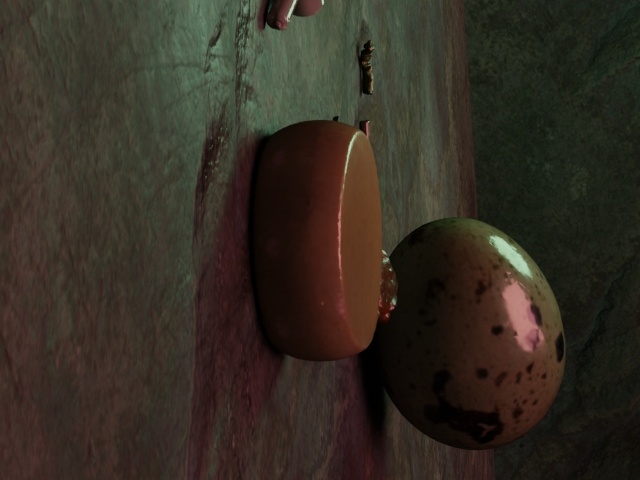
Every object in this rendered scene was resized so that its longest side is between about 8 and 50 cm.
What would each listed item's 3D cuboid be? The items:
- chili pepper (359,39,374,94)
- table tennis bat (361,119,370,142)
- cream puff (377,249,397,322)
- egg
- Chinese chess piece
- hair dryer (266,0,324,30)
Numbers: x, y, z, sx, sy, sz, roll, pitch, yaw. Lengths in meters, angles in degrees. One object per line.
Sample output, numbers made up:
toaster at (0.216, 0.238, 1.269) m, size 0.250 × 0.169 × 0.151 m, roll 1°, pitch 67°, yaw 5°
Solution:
chili pepper at (0.069, -0.257, 2.313) m, size 0.027 × 0.022 × 0.083 m, roll -54°, pitch 145°, yaw -74°
table tennis bat at (0.069, -0.100, 2.316) m, size 0.087 × 0.013 × 0.156 m, roll -43°, pitch 132°, yaw -72°
cream puff at (0.044, 0.062, 1.980) m, size 0.122 × 0.094 × 0.116 m, roll 15°, pitch 68°, yaw -54°
egg at (0.217, 0.137, 2.315) m, size 0.287 × 0.288 × 0.379 m, roll -71°, pitch 153°, yaw -60°
Chinese chess piece at (0.000, 0.000, 1.727) m, size 0.273 × 0.102 × 0.273 m, roll -1°, pitch 90°, yaw -77°
hair dryer at (-0.033, -0.272, 1.759) m, size 0.137 × 0.047 × 0.082 m, roll -71°, pitch 158°, yaw -46°
